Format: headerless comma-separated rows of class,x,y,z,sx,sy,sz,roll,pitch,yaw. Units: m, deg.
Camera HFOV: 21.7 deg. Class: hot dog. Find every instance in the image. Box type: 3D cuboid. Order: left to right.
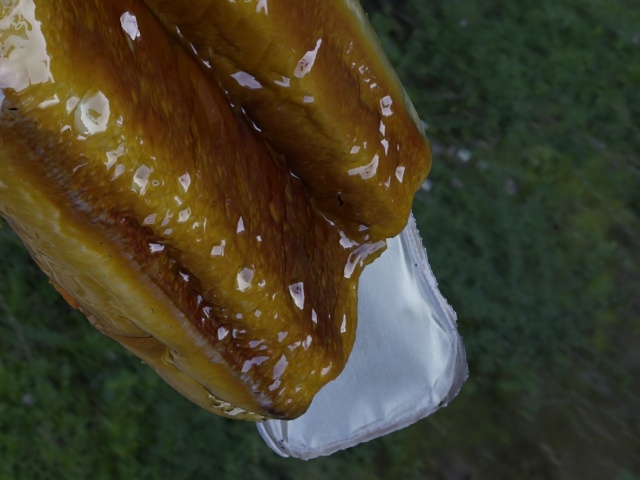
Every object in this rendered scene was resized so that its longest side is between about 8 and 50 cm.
hot dog,-0.062,-0.052,0.577,0.158,0.117,0.349,-64,153,-13

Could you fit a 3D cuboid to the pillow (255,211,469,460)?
pillow,0.000,0.000,0.939,0.131,0.038,0.232,-16,88,-13
